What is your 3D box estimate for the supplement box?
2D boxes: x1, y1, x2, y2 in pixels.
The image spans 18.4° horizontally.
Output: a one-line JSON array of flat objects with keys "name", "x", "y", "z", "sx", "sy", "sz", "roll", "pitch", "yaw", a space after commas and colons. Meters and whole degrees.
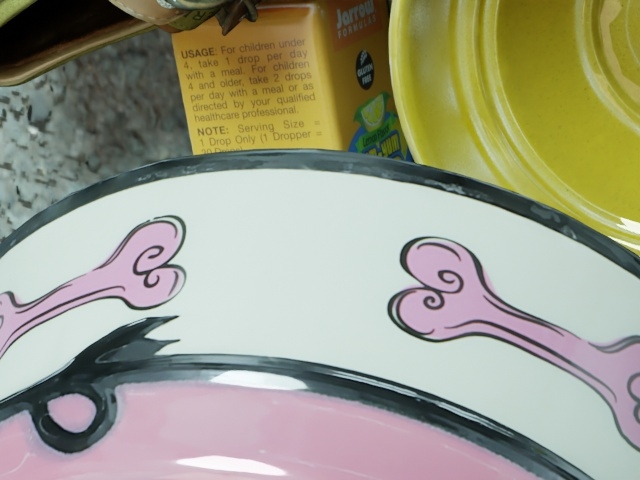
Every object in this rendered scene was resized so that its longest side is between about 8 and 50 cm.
[{"name": "supplement box", "x": 0.000, "y": 0.000, "z": 0.904, "sx": 0.080, "sy": 0.078, "sz": 0.233, "roll": -5, "pitch": 106, "yaw": 28}]

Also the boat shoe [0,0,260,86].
[{"name": "boat shoe", "x": -0.048, "y": -0.131, "z": 0.809, "sx": 0.307, "sy": 0.111, "sz": 0.104, "roll": -12, "pitch": 73, "yaw": 40}]

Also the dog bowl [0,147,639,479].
[{"name": "dog bowl", "x": 0.002, "y": 0.167, "z": 0.838, "sx": 0.408, "sy": 0.150, "sz": 0.408, "roll": 9, "pitch": 131, "yaw": 11}]

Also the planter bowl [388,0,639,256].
[{"name": "planter bowl", "x": 0.143, "y": -0.079, "z": 0.797, "sx": 0.217, "sy": 0.090, "sz": 0.217, "roll": 8, "pitch": 111, "yaw": 23}]
